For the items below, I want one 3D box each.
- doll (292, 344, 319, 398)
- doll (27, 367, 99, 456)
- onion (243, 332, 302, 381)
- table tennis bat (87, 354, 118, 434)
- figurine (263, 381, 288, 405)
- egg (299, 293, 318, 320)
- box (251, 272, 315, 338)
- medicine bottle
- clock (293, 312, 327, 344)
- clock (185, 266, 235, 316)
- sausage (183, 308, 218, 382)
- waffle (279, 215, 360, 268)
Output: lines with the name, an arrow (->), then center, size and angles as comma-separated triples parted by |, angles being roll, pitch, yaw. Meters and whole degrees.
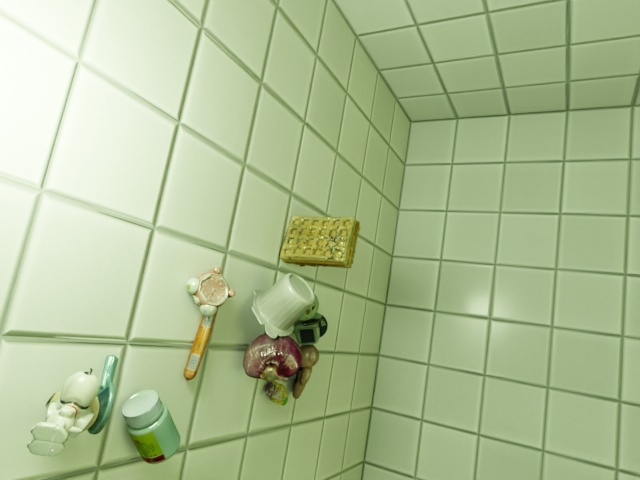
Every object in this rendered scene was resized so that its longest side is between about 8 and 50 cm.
doll -> -0.117, 0.687, 2.413 | 0.201, 0.156, 0.303 | -141, -108, -77
doll -> -0.691, 0.479, 1.207 | 0.271, 0.144, 0.208 | -100, -148, -65
onion -> -0.213, 0.490, 2.091 | 0.348, 0.267, 0.159 | -76, 163, -71
table tennis bat -> -0.665, 0.469, 1.388 | 0.038, 0.149, 0.237 | 27, 47, -35
figurine -> -0.214, 0.752, 2.266 | 0.156, 0.095, 0.114 | 45, 31, -32
egg -> -0.090, 0.335, 2.353 | 0.231, 0.169, 0.169 | 37, 61, -68
box -> -0.158, 0.282, 2.044 | 0.262, 0.206, 0.291 | 40, 18, -15
medicine bottle -> -0.577, 0.635, 1.542 | 0.139, 0.139, 0.225 | -46, 132, -50
clock -> -0.052, 0.471, 2.419 | 0.243, 0.200, 0.146 | -24, 101, -78
clock -> -0.441, 0.202, 1.774 | 0.162, 0.093, 0.165 | -38, 102, -49
sausage -> -0.470, 0.387, 1.792 | 0.053, 0.053, 0.347 | 44, 56, -54
waffle -> 0.000, 0.000, 2.263 | 0.114, 0.377, 0.260 | 46, 52, -52
